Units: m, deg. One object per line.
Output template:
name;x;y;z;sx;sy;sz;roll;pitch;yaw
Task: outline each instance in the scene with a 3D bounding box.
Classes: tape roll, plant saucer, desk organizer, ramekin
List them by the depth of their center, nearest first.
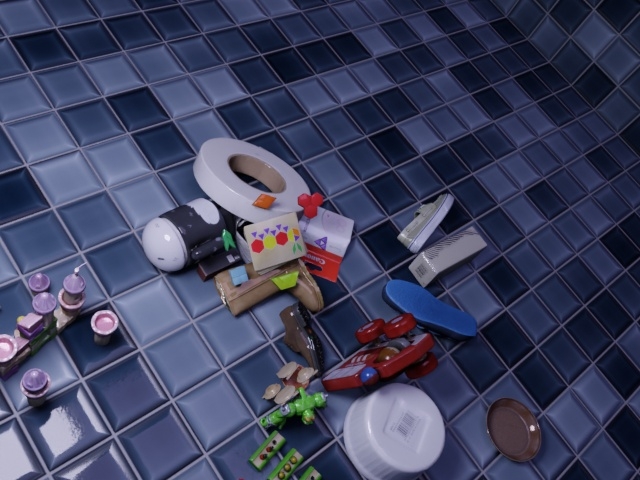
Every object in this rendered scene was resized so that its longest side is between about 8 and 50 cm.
ramekin;0.216;0.539;1.760;0.277;0.135;0.277;11;56;-17
plant saucer;-0.074;0.397;1.800;0.083;0.013;0.084;11;55;-16
desk organizer;-0.306;0.073;1.883;0.130;0.050;0.047;-26;72;-34
plant saucer;0.596;0.593;1.952;0.198;0.036;0.199;11;56;-17
tape roll;-0.213;-0.189;1.984;0.391;0.072;0.392;24;28;-14

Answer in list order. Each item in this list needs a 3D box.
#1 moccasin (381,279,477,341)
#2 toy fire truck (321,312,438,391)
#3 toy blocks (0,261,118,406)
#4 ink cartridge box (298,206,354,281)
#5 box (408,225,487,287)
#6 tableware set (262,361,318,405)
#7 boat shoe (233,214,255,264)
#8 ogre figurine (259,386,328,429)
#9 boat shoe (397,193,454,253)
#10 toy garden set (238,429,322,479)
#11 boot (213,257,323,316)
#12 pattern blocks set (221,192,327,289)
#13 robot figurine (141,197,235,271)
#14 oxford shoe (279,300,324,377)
moccasin;0.336;0.250;2.011;0.341;0.117;0.138;31;53;-7
toy fire truck;0.169;0.344;1.771;0.253;0.302;0.170;-32;95;-38
toy blocks;-0.695;0.189;1.511;0.309;0.260;0.288;39;53;4
ink cartridge box;0.000;0.000;2.061;0.189;0.066;0.232;21;49;-10
box;0.447;0.055;2.183;0.275;0.113;0.094;-24;70;-35
tableware set;-0.090;0.391;1.714;0.141;0.168;0.020;-44;110;-26
boat shoe;-0.247;-0.049;1.962;0.096;0.088;0.268;-13;65;-29
ogre figurine;-0.060;0.459;1.702;0.196;0.118;0.097;7;57;-18
boat shoe;0.384;-0.081;2.247;0.094;0.109;0.302;37;55;5
toy garden set;-0.092;0.646;1.612;0.244;0.049;0.204;43;53;7
boot;-0.153;0.161;1.879;0.269;0.089;0.236;-25;78;-27
pattern blocks set;-0.129;0.002;1.830;0.324;0.026;0.286;-9;96;-25
robot figurine;-0.385;-0.018;1.835;0.278;0.209;0.174;-29;91;-35
oxford shoe;-0.055;0.300;1.838;0.227;0.096;0.083;67;15;7
